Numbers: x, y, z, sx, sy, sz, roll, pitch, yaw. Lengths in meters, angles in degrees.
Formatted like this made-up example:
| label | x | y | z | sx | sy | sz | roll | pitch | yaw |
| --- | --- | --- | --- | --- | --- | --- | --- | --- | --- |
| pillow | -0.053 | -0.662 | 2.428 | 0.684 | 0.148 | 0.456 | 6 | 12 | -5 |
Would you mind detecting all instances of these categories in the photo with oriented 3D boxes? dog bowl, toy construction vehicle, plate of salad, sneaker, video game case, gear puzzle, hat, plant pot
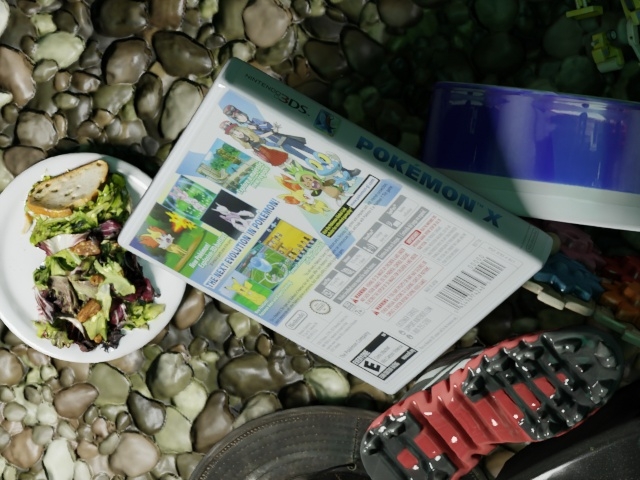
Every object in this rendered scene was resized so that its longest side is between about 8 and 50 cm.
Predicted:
| label | x | y | z | sx | sy | sz | roll | pitch | yaw |
| --- | --- | --- | --- | --- | --- | --- | --- | --- | --- |
| dog bowl | 0.219 | -0.070 | 1.622 | 0.265 | 0.265 | 0.104 | 8 | 93 | 3 |
| toy construction vehicle | 0.261 | -0.199 | 1.704 | 0.086 | 0.035 | 0.098 | -5 | 105 | 45 |
| plate of salad | -0.223 | 0.018 | 1.769 | 0.200 | 0.048 | 0.199 | 0 | 95 | 3 |
| sneaker | 0.160 | 0.132 | 1.669 | 0.276 | 0.135 | 0.097 | -32 | 97 | 36 |
| video game case | 0.000 | 0.000 | 1.619 | 0.300 | 0.329 | 0.036 | 29 | 60 | -7 |
| gear puzzle | 0.330 | 0.066 | 1.671 | 0.339 | 0.175 | 0.044 | 25 | 109 | 1 |
| hat | 0.017 | 0.308 | 1.737 | 0.331 | 0.134 | 0.331 | 0 | 94 | 4 |
| plant pot | 0.255 | 0.249 | 1.698 | 0.167 | 0.188 | 0.187 | -21 | 94 | 17 |
